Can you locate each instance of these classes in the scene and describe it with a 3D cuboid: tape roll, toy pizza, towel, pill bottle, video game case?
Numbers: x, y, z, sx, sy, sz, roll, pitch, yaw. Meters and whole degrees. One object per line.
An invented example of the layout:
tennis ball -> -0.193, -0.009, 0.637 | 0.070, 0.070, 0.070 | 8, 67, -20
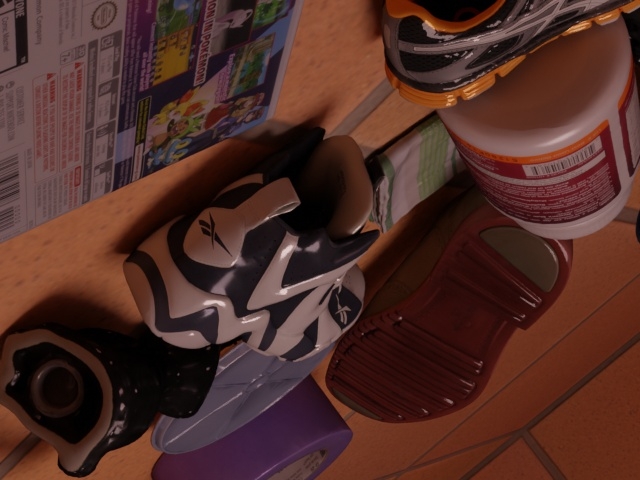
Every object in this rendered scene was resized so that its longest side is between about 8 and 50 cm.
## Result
tape roll -> -0.066, 0.214, 1.208 | 0.189, 0.080, 0.189 | -32, 162, -12
toy pizza -> -0.063, 0.110, 1.040 | 0.201, 0.032, 0.201 | -34, 161, -13
towel -> 0.100, -0.070, 0.918 | 0.152, 0.023, 0.113 | -34, 162, -10
pill bottle -> 0.148, -0.078, 0.805 | 0.121, 0.121, 0.221 | -38, 157, 3
video game case -> -0.084, -0.086, 0.549 | 0.183, 0.023, 0.201 | -28, 158, -26

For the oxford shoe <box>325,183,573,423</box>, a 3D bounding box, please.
oxford shoe -> 0.118, 0.049, 1.074 | 0.348, 0.123, 0.130 | -47, -167, 47

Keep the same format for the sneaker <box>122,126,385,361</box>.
sneaker -> 0.000, 0.000, 0.790 | 0.153, 0.094, 0.235 | -36, 153, 24

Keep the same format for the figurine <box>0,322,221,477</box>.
figurine -> -0.148, 0.155, 0.826 | 0.214, 0.092, 0.209 | -67, 162, 7

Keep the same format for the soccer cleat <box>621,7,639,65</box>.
soccer cleat -> 0.279, -0.170, 0.900 | 0.116, 0.109, 0.318 | -55, 159, 14

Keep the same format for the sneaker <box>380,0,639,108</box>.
sneaker -> 0.124, -0.156, 0.670 | 0.215, 0.084, 0.083 | -38, 154, 1

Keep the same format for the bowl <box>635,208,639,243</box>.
bowl -> 0.401, -0.130, 1.026 | 0.391, 0.077, 0.391 | -55, 178, -3
